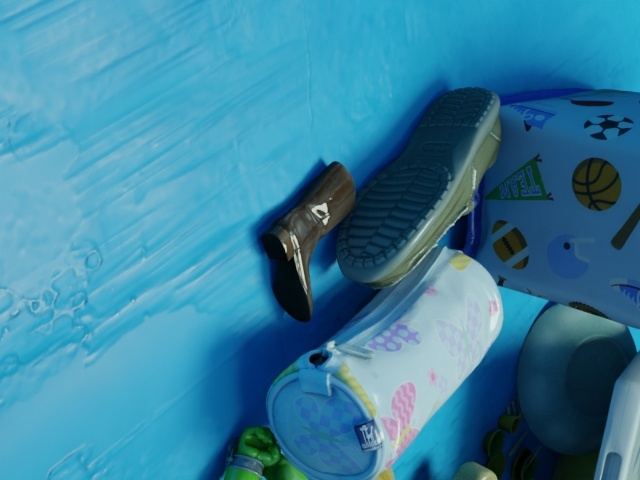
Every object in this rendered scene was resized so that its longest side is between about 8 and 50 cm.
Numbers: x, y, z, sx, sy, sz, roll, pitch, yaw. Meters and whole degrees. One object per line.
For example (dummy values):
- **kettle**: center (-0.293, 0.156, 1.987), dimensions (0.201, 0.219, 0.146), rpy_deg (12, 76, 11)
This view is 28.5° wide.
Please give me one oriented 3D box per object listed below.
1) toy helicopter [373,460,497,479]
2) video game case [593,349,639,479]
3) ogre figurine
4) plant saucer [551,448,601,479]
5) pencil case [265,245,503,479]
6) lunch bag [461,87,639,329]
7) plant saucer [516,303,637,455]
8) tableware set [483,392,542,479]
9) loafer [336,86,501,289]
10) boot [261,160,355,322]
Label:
- **toy helicopter**: center (0.099, 0.325, 1.300), dimensions (0.355, 0.140, 0.235), rpy_deg (43, 76, -40)
- **video game case**: center (0.359, 0.269, 1.471), dimensions (0.329, 0.036, 0.300), rpy_deg (-18, 120, -66)
- **ogre figurine**: center (-0.043, 0.267, 1.077), dimensions (0.118, 0.097, 0.197), rpy_deg (-44, 139, -45)
- **plant saucer**: center (0.389, 0.360, 1.720), dimensions (0.333, 0.081, 0.332), rpy_deg (22, 84, -55)
- **pencil case**: center (0.063, 0.105, 1.125), dimensions (0.273, 0.113, 0.124), rpy_deg (-36, 111, -51)
- **lunch bag**: center (0.380, -0.038, 1.345), dimensions (0.385, 0.328, 0.239), rpy_deg (-21, 123, -51)
- **plant saucer**: center (0.325, 0.166, 1.524), dimensions (0.195, 0.037, 0.195), rpy_deg (1, 89, -29)
- **tableware set**: center (0.233, 0.269, 1.519), dimensions (0.104, 0.024, 0.154), rpy_deg (-44, 135, -36)
- **loafer**: center (0.106, -0.038, 1.169), dimensions (0.251, 0.094, 0.087), rpy_deg (-51, 134, -30)
- **boot**: center (0.000, 0.000, 1.094), dimensions (0.114, 0.037, 0.106), rpy_deg (-49, 140, -39)
